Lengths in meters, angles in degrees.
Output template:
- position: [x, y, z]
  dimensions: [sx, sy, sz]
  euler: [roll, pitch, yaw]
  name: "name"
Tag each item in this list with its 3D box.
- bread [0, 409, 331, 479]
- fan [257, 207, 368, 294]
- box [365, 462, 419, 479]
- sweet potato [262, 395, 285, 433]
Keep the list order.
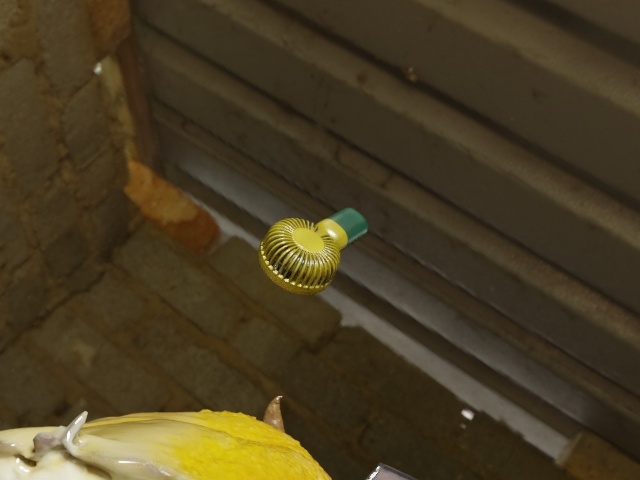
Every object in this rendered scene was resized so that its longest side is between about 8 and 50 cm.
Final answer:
- position: [-0.106, 0.303, 0.836]
  dimensions: [0.361, 0.250, 0.394]
  euler: [65, 19, 11]
  name: "bread"
- position: [0.000, 0.000, 0.945]
  dimensions: [0.082, 0.155, 0.039]
  euler: [40, -52, 14]
  name: "fan"
- position: [0.133, 0.422, 1.108]
  dimensions: [0.252, 0.188, 0.153]
  euler: [19, -37, 38]
  name: "box"
- position: [-0.077, 0.445, 1.682]
  dimensions: [0.066, 0.072, 0.314]
  euler: [2, -90, 54]
  name: "sweet potato"
